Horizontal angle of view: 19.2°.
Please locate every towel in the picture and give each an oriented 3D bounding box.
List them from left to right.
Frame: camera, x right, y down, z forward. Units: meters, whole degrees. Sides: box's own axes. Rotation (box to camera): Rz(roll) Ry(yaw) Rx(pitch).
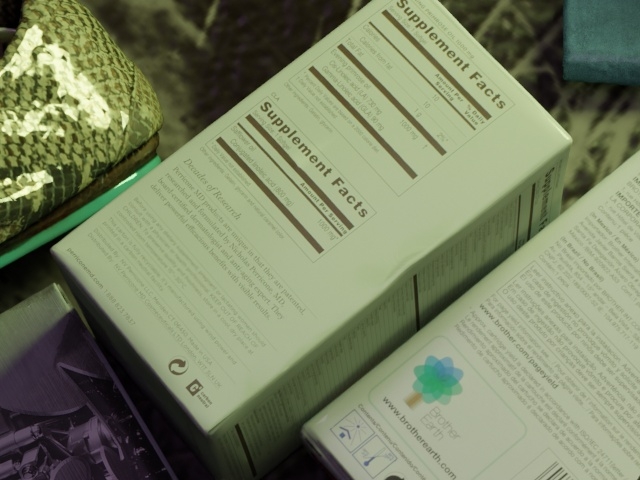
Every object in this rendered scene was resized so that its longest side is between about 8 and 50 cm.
[{"bbox_3d":[0.201,-0.120,1.112,0.119,0.029,0.067,3,68,5],"label":"towel"}]

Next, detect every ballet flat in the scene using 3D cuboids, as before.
[{"bbox_3d":[-0.286,0.017,0.970,0.483,0.164,0.182,-44,109,-29],"label":"ballet flat"}]

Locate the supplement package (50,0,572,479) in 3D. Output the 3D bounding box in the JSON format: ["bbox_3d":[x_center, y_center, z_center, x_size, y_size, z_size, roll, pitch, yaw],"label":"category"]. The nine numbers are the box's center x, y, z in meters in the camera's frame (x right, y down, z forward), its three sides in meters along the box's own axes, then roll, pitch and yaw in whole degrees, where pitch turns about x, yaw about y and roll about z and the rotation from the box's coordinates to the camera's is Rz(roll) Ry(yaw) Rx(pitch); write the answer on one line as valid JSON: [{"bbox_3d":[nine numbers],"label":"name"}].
[{"bbox_3d":[0.000,0.000,1.021,0.244,0.139,0.134,-38,71,-12],"label":"supplement package"}]

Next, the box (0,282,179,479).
[{"bbox_3d":[-0.193,0.158,1.018,0.231,0.056,0.183,-30,69,-8],"label":"box"}]

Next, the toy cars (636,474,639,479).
[{"bbox_3d":[0.123,0.222,0.888,0.087,0.176,0.394,36,88,18],"label":"toy cars"}]

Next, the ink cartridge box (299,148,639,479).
[{"bbox_3d":[0.166,0.077,1.017,0.311,0.065,0.186,-40,72,-8],"label":"ink cartridge box"}]
